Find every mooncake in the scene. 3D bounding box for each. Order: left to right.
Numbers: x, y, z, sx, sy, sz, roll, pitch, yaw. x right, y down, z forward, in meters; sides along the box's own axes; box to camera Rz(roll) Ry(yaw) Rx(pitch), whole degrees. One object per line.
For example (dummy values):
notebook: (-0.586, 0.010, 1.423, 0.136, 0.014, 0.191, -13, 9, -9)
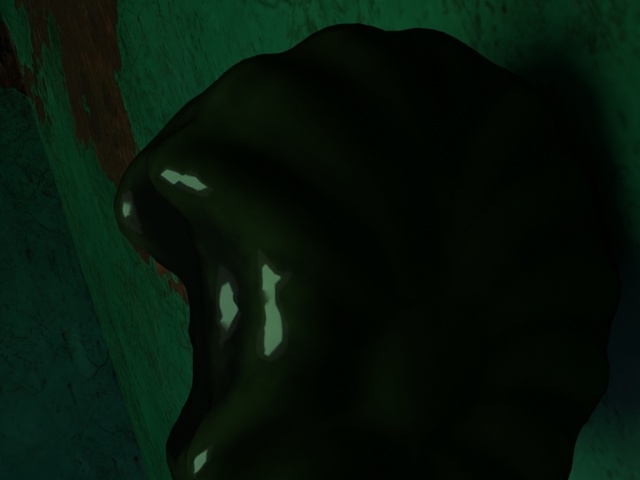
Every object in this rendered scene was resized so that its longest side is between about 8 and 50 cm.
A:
mooncake: (0.039, 0.040, 0.564, 0.187, 0.351, 0.351, -14, 91, 61)
